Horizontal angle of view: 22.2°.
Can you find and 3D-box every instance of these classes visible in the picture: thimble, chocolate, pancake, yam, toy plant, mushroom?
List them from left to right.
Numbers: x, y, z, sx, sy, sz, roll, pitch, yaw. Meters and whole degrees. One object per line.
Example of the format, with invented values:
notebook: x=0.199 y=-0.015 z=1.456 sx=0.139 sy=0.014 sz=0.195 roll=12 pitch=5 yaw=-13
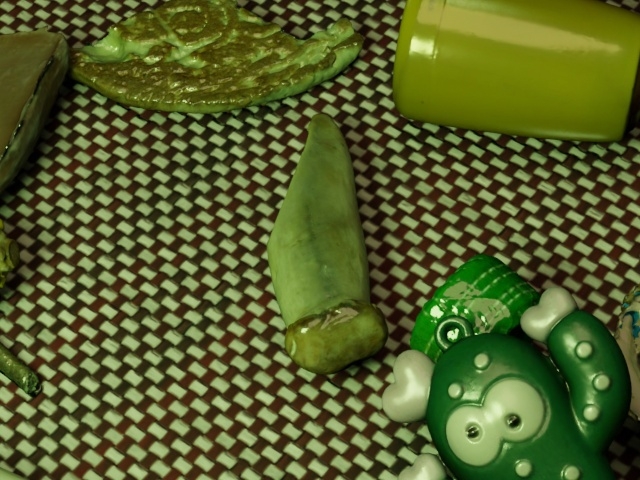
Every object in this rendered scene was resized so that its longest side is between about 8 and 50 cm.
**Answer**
chocolate: x=-0.373 y=-0.124 z=1.842 sx=0.161 sy=0.083 sz=0.261 roll=1 pitch=50 yaw=28
yam: x=-0.332 y=0.115 z=1.687 sx=0.129 sy=0.027 sz=0.033 roll=34 pitch=63 yaw=26
pancake: x=-0.137 y=-0.219 z=1.918 sx=0.376 sy=0.054 sz=0.197 roll=3 pitch=54 yaw=4
mushroom: x=-0.004 y=0.001 z=1.714 sx=0.107 sy=0.087 sz=0.333 roll=-6 pitch=48 yaw=-5
thimble: x=0.153 y=0.084 z=1.614 sx=0.090 sy=0.118 sz=0.130 roll=40 pitch=103 yaw=20
toy plant: x=0.175 y=0.174 z=1.505 sx=0.232 sy=0.112 sz=0.243 roll=-11 pitch=85 yaw=15

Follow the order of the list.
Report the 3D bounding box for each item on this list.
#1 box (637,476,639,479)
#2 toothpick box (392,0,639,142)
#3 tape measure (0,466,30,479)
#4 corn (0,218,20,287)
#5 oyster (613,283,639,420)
box: x=0.376 y=0.272 z=1.504 sx=0.193 sy=0.030 sz=0.121 roll=26 pitch=58 yaw=22
toothpick box: x=0.226 y=-0.197 z=1.793 sx=0.271 sy=0.175 sz=0.175 roll=12 pitch=54 yaw=9
tape measure: x=-0.369 y=0.291 z=1.491 sx=0.258 sy=0.130 sz=0.265 roll=23 pitch=58 yaw=18
corn: x=-0.492 y=0.023 z=1.715 sx=0.363 sy=0.120 sz=0.120 roll=-2 pitch=52 yaw=11
oyster: x=0.359 y=0.131 z=1.569 sx=0.223 sy=0.083 sz=0.214 roll=-22 pitch=54 yaw=-34
